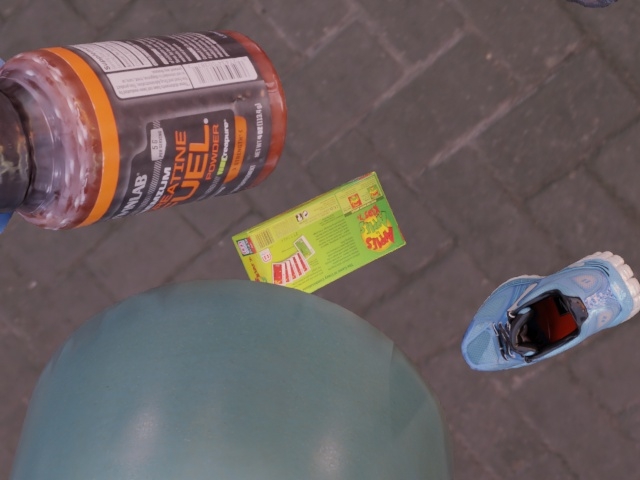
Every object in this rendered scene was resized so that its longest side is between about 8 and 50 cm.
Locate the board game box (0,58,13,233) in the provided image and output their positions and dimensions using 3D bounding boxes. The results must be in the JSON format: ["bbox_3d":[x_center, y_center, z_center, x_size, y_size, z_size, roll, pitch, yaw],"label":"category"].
[{"bbox_3d":[-0.238,-0.062,0.775,0.133,0.168,0.033,34,129,-17],"label":"board game box"}]

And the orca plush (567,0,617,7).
[{"bbox_3d":[0.216,-0.247,0.824,0.287,0.102,0.151,-44,63,56],"label":"orca plush"}]

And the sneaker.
[{"bbox_3d":[0.145,0.056,0.906,0.162,0.073,0.063,-37,80,52],"label":"sneaker"}]

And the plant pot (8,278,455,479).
[{"bbox_3d":[-0.064,0.205,0.771,0.293,0.235,0.293,2,117,4],"label":"plant pot"}]

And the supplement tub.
[{"bbox_3d":[-0.122,-0.064,0.760,0.106,0.198,0.106,17,114,44],"label":"supplement tub"}]

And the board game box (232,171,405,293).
[{"bbox_3d":[0.000,0.000,1.454,0.043,0.181,0.092,-14,101,61],"label":"board game box"}]
